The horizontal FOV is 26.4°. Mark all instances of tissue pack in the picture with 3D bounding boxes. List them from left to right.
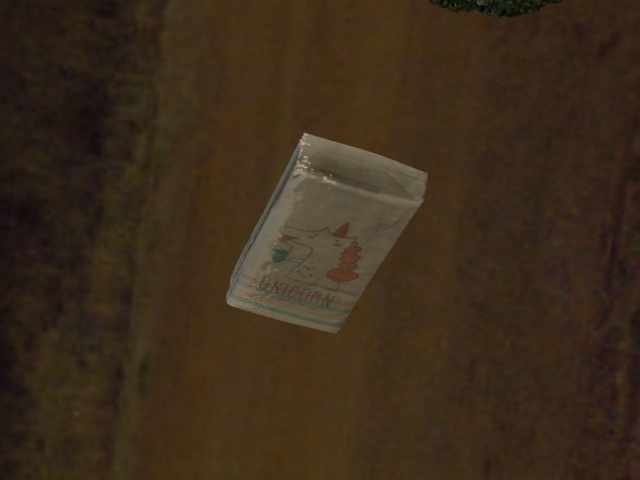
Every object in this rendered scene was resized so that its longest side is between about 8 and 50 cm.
[{"bbox_3d":[0.000,0.000,0.576,0.108,0.056,0.023,122,161,-52],"label":"tissue pack"}]

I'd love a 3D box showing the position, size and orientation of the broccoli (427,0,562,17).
[{"bbox_3d":[0.102,-0.239,0.713,0.261,0.269,0.241,-117,24,-48],"label":"broccoli"}]
